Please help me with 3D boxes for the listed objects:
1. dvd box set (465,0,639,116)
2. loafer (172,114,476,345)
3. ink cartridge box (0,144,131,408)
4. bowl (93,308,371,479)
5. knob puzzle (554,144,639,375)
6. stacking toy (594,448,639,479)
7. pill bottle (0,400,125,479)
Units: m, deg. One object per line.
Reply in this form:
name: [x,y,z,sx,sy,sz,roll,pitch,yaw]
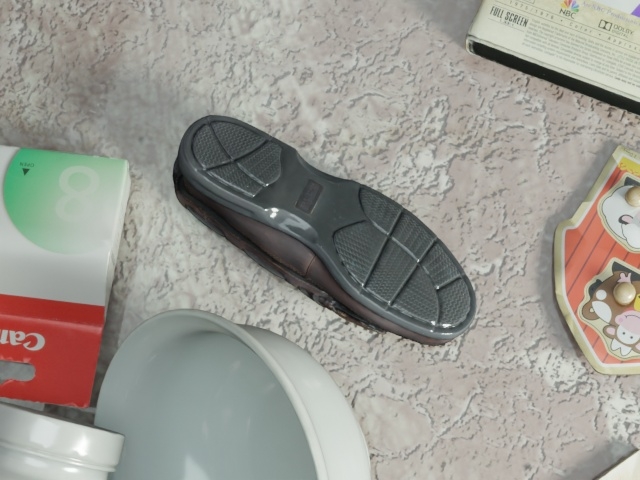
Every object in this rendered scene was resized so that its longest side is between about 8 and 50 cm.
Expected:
dvd box set: [0.347,-0.316,1.514,0.308,0.062,0.420,20,85,5]
loafer: [0.000,0.000,1.493,0.302,0.095,0.109,34,56,2]
ink cartridge box: [-0.275,0.025,1.482,0.181,0.056,0.224,7,66,3]
bowl: [-0.053,0.196,1.407,0.298,0.134,0.297,9,103,46]
knob puzzle: [0.293,0.031,1.474,0.213,0.030,0.213,-3,76,11]
stacking toy: [0.388,0.232,1.414,0.279,0.130,0.309,44,87,6]
pill bottle: [-0.265,0.302,1.381,0.181,0.181,0.323,14,83,4]
